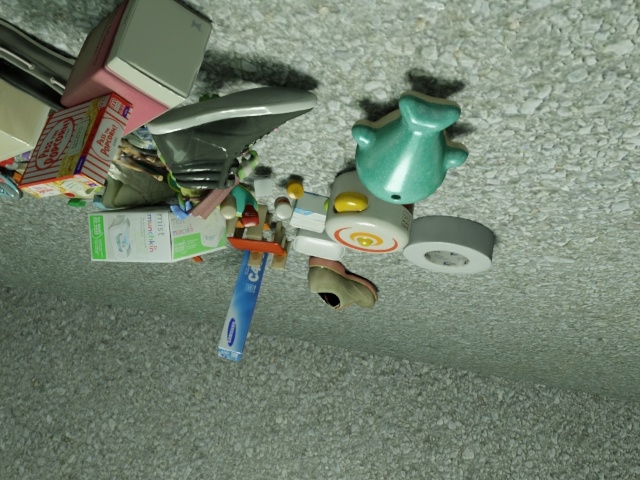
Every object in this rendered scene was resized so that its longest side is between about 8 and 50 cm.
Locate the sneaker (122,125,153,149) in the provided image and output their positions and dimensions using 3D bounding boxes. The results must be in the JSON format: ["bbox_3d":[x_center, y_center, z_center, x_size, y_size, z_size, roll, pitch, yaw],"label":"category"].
[{"bbox_3d":[-0.404,-0.242,1.437,0.135,0.058,0.052,27,-169,19],"label":"sneaker"}]

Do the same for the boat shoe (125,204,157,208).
[{"bbox_3d":[-0.452,-0.057,1.868,0.207,0.073,0.073,38,165,-15],"label":"boat shoe"}]

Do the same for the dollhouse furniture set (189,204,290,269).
[{"bbox_3d":[-0.230,0.007,1.882,0.259,0.135,0.262,7,160,14],"label":"dollhouse furniture set"}]

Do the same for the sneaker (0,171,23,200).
[{"bbox_3d":[-0.967,-0.148,1.876,0.262,0.125,0.104,21,165,-8],"label":"sneaker"}]

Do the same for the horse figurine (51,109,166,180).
[{"bbox_3d":[-0.449,-0.204,1.493,0.175,0.066,0.263,28,-176,33],"label":"horse figurine"}]

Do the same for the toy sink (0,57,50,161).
[{"bbox_3d":[-0.668,-0.263,1.374,0.234,0.152,0.131,-5,154,42],"label":"toy sink"}]

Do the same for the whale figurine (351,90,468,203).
[{"bbox_3d":[0.157,-0.157,1.200,0.217,0.141,0.272,14,160,-5],"label":"whale figurine"}]

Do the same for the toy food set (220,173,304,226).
[{"bbox_3d":[-0.157,-0.104,1.590,0.233,0.111,0.104,-8,-156,-5],"label":"toy food set"}]

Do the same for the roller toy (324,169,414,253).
[{"bbox_3d":[0.110,-0.056,1.496,0.191,0.146,0.209,14,160,-8],"label":"roller toy"}]

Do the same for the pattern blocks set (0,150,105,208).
[{"bbox_3d":[-0.729,-0.167,1.856,0.286,0.026,0.325,7,160,15],"label":"pattern blocks set"}]

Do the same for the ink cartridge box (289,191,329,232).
[{"bbox_3d":[-0.023,-0.069,1.678,0.089,0.052,0.122,14,159,-6],"label":"ink cartridge box"}]

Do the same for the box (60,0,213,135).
[{"bbox_3d":[-0.303,-0.286,1.099,0.127,0.148,0.232,28,155,-34],"label":"box"}]

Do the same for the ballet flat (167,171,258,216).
[{"bbox_3d":[-0.265,-0.123,1.664,0.231,0.077,0.077,20,180,-14],"label":"ballet flat"}]

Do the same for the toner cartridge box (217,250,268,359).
[{"bbox_3d":[-0.231,0.179,2.045,0.075,0.347,0.165,14,160,-3],"label":"toner cartridge box"}]

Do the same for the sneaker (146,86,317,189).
[{"bbox_3d":[-0.142,-0.178,1.197,0.296,0.104,0.146,-15,120,-7],"label":"sneaker"}]

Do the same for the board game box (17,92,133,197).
[{"bbox_3d":[-0.398,-0.149,1.092,0.194,0.146,0.045,-5,152,39],"label":"board game box"}]

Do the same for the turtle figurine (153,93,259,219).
[{"bbox_3d":[-0.222,-0.198,1.370,0.198,0.274,0.266,38,135,-6],"label":"turtle figurine"}]

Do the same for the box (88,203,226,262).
[{"bbox_3d":[-0.395,-0.026,1.671,0.231,0.126,0.262,1,-173,20],"label":"box"}]

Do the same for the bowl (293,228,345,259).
[{"bbox_3d":[0.000,0.000,1.854,0.142,0.053,0.142,12,161,-2],"label":"bowl"}]

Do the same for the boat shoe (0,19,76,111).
[{"bbox_3d":[-0.557,-0.318,1.236,0.335,0.095,0.112,22,158,-26],"label":"boat shoe"}]

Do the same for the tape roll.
[{"bbox_3d":[0.319,0.015,1.683,0.219,0.072,0.219,10,161,4],"label":"tape roll"}]

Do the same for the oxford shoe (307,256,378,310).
[{"bbox_3d":[0.064,0.169,2.165,0.123,0.130,0.348,-5,154,39],"label":"oxford shoe"}]

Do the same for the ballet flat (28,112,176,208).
[{"bbox_3d":[-0.528,-0.153,1.624,0.147,0.146,0.409,-2,157,35],"label":"ballet flat"}]
